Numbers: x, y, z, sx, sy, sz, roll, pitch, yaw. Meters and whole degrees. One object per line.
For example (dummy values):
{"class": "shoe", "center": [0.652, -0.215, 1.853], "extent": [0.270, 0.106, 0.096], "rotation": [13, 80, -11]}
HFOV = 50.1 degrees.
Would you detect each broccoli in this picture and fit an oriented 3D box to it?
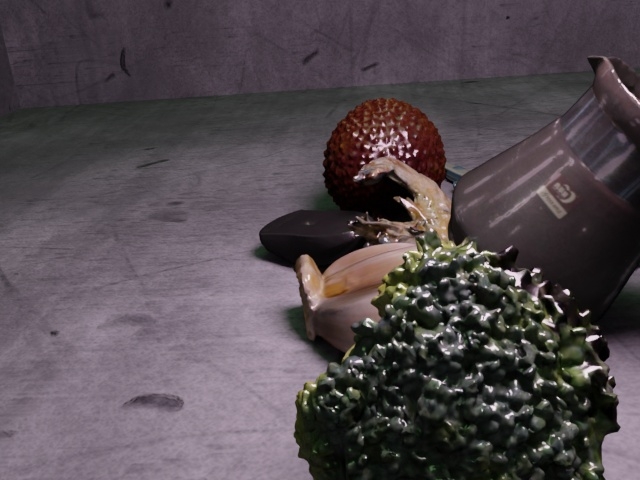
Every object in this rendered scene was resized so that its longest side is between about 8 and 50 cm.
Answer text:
{"class": "broccoli", "center": [0.139, 0.185, 0.724], "extent": [0.293, 0.347, 0.281], "rotation": [38, -7, 4]}

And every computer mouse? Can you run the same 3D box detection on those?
{"class": "computer mouse", "center": [0.000, 0.000, 1.360], "extent": [0.270, 0.086, 0.138], "rotation": [5, 28, 44]}

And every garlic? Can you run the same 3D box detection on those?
{"class": "garlic", "center": [0.114, 0.087, 1.076], "extent": [0.325, 0.132, 0.279], "rotation": [-7, 28, 7]}

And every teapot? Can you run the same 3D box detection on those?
{"class": "teapot", "center": [0.416, -0.044, 1.003], "extent": [0.376, 0.361, 0.306], "rotation": [45, 37, 9]}

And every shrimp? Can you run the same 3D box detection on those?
{"class": "shrimp", "center": [0.153, -0.057, 1.291], "extent": [0.360, 0.246, 0.085], "rotation": [-10, -24, -50]}

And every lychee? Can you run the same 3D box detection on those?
{"class": "lychee", "center": [0.140, -0.173, 1.533], "extent": [0.276, 0.304, 0.275], "rotation": [5, -15, 1]}

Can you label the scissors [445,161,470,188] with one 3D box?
{"class": "scissors", "center": [0.359, -0.167, 1.760], "extent": [0.138, 0.041, 0.289], "rotation": [-11, 27, -19]}
